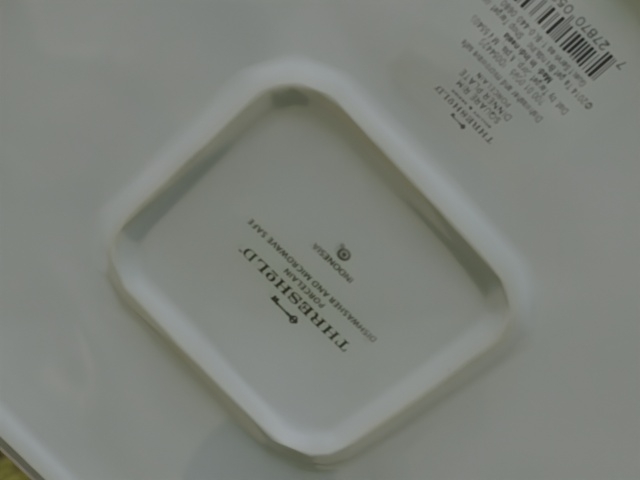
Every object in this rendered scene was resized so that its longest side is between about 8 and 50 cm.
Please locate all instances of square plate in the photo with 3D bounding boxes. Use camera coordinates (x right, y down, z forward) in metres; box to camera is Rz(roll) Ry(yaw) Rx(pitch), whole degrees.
[{"bbox_3d":[0.000,0.000,0.379,0.347,0.344,0.049,46,32,-7],"label":"square plate"}]
